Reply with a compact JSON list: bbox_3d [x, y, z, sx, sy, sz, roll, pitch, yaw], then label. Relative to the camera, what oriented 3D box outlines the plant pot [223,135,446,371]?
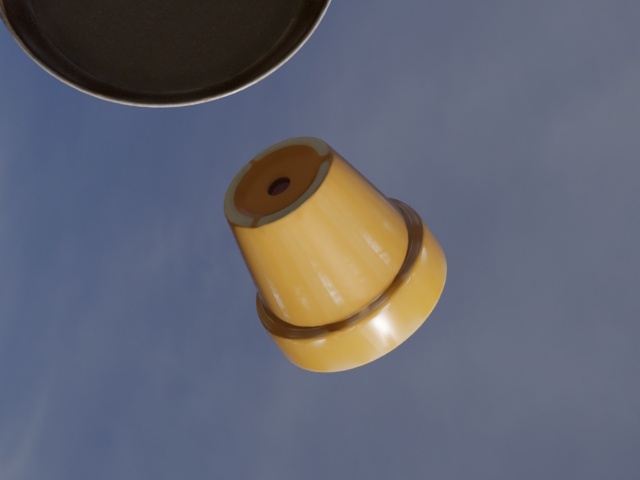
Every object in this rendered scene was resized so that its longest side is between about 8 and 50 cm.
[{"bbox_3d":[0.000,0.000,1.795,0.205,0.188,0.205,-22,-143,18],"label":"plant pot"}]

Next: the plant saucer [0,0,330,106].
[{"bbox_3d":[-0.137,-0.249,1.526,0.050,0.310,0.311,91,-8,-68],"label":"plant saucer"}]
